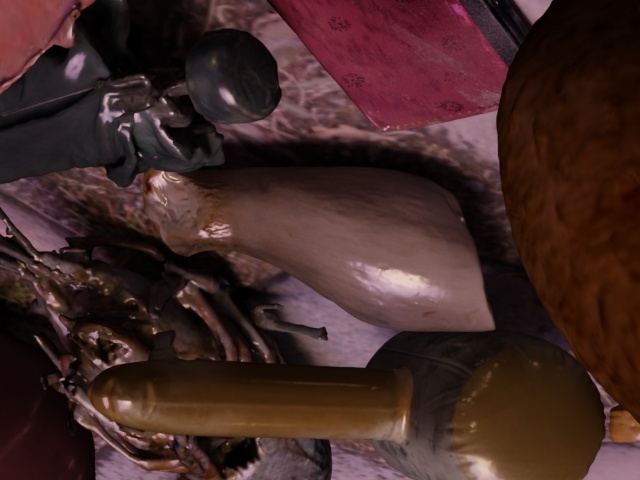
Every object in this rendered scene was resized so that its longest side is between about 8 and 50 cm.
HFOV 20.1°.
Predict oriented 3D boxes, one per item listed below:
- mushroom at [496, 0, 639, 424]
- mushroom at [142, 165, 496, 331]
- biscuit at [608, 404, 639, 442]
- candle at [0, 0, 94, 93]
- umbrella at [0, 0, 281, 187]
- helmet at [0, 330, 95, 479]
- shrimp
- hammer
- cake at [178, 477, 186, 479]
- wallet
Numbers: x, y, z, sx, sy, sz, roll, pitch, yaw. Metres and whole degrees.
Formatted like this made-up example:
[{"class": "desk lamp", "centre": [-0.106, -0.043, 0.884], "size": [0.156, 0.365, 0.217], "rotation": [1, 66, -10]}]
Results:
[{"class": "mushroom", "centre": [0.208, 0.008, 0.801], "size": [0.331, 0.334, 0.356], "rotation": [35, 134, -28]}, {"class": "mushroom", "centre": [0.000, 0.000, 1.084], "size": [0.225, 0.093, 0.116], "rotation": [10, 169, 3]}, {"class": "biscuit", "centre": [0.250, 0.093, 1.060], "size": [0.158, 0.035, 0.240], "rotation": [-7, 179, -2]}, {"class": "candle", "centre": [-0.227, -0.175, 0.870], "size": [0.287, 0.131, 0.317], "rotation": [10, 132, 14]}, {"class": "umbrella", "centre": [-0.162, -0.084, 1.029], "size": [0.349, 0.094, 0.143], "rotation": [-5, 156, 40]}, {"class": "helmet", "centre": [-0.325, 0.154, 1.341], "size": [0.338, 0.271, 0.197], "rotation": [19, 132, 11]}, {"class": "shrimp", "centre": [-0.091, 0.071, 1.220], "size": [0.172, 0.137, 0.372], "rotation": [-38, 139, 7]}, {"class": "hammer", "centre": [0.006, 0.100, 1.108], "size": [0.305, 0.113, 0.202], "rotation": [6, 176, -19]}, {"class": "cake", "centre": [-0.028, 0.305, 1.520], "size": [0.260, 0.156, 0.179], "rotation": [18, 155, -3]}, {"class": "wallet", "centre": [0.017, -0.141, 0.920], "size": [0.119, 0.025, 0.232], "rotation": [-9, 138, 37]}]
